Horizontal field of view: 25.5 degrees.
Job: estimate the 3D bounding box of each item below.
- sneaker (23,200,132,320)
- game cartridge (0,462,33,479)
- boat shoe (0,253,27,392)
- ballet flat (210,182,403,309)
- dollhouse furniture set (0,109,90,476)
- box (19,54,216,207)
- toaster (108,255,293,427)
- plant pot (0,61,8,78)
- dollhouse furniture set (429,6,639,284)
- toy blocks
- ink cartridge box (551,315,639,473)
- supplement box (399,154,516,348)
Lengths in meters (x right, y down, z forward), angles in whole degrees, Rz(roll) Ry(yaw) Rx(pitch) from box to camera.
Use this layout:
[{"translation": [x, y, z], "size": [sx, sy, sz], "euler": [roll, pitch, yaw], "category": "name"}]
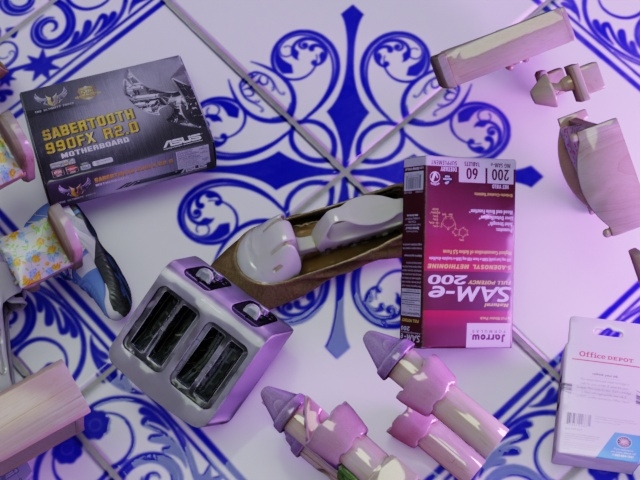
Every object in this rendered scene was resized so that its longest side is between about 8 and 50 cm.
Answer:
[{"translation": [-0.318, 0.031, 1.870], "size": [0.081, 0.080, 0.211], "euler": [-34, 60, -5], "category": "sneaker"}, {"translation": [-0.407, 0.300, 1.785], "size": [0.083, 0.017, 0.056], "euler": [-31, 65, -10], "category": "game cartridge"}, {"translation": [-0.426, 0.073, 1.842], "size": [0.088, 0.096, 0.267], "euler": [0, 69, -4], "category": "boat shoe"}, {"translation": [0.000, 0.000, 1.836], "size": [0.342, 0.124, 0.116], "euler": [-16, 67, -4], "category": "ballet flat"}, {"translation": [-0.441, 0.082, 1.659], "size": [0.362, 0.256, 0.394], "euler": [-29, 85, -14], "category": "dollhouse furniture set"}, {"translation": [-0.274, -0.149, 1.913], "size": [0.231, 0.056, 0.183], "euler": [-14, 52, -10], "category": "box"}, {"translation": [-0.156, 0.132, 1.770], "size": [0.168, 0.110, 0.186], "euler": [37, 96, 13], "category": "toaster"}, {"translation": [-0.597, -0.217, 1.924], "size": [0.237, 0.237, 0.254], "euler": [42, 91, 18], "category": "plant pot"}, {"translation": [0.285, -0.105, 1.846], "size": [0.174, 0.303, 0.355], "euler": [-20, 97, 2], "category": "dollhouse furniture set"}, {"translation": [0.016, 0.260, 1.637], "size": [0.260, 0.288, 0.309], "euler": [39, 76, 11], "category": "toy blocks"}, {"translation": [0.351, 0.193, 1.770], "size": [0.104, 0.060, 0.180], "euler": [7, 67, 7], "category": "ink cartridge box"}, {"translation": [0.173, 0.016, 1.783], "size": [0.130, 0.073, 0.239], "euler": [1, 90, -21], "category": "supplement box"}]
